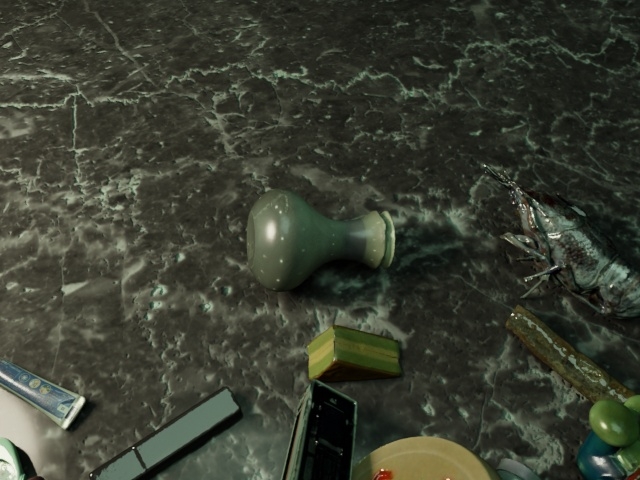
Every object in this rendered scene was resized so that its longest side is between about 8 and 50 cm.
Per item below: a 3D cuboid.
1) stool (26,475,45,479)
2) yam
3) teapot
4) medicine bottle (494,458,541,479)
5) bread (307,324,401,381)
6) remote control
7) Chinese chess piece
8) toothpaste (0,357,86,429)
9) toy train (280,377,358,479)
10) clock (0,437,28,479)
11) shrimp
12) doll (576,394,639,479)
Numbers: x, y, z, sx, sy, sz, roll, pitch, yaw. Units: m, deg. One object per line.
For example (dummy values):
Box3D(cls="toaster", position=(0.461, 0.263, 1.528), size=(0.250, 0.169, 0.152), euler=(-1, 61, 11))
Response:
Box3D(cls="stool", position=(-0.416, 0.434, 0.740), size=(0.272, 0.272, 0.179), euler=(-34, 89, -21))
Box3D(cls="yam", position=(0.422, 0.209, 1.024), size=(0.061, 0.061, 0.274), euler=(-37, 62, -23))
Box3D(cls="teapot", position=(0.000, 0.000, 1.102), size=(0.250, 0.184, 0.184), euler=(1, 55, -14))
Box3D(cls="medicine bottle", position=(0.230, 0.412, 0.866), size=(0.090, 0.090, 0.217), euler=(32, 61, 19))
Box3D(cls="bread", position=(0.058, 0.201, 1.053), size=(0.139, 0.084, 0.074), euler=(16, 50, -28))
Box3D(cls="remote control", position=(-0.236, 0.314, 0.965), size=(0.245, 0.025, 0.063), euler=(-31, 66, -20))
Box3D(cls="Chinese chess piece", position=(0.127, 0.384, 0.805), size=(0.273, 0.102, 0.273), euler=(-23, 29, 14))
Box3D(cls="toothpaste", position=(-0.472, 0.237, 1.007), size=(0.197, 0.035, 0.057), euler=(25, 68, 12))
Box3D(cls="toy train", position=(-0.018, 0.342, 0.792), size=(0.086, 0.088, 0.407), euler=(30, 24, -6))
Box3D(cls="clock", position=(-0.480, 0.368, 0.914), size=(0.101, 0.041, 0.135), euler=(-30, 63, -20))
Box3D(cls="shrimp", position=(0.410, 0.014, 1.110), size=(0.172, 0.137, 0.372), euler=(-41, 66, -20))
Box3D(cls="doll", position=(0.474, 0.380, 0.839), size=(0.198, 0.186, 0.322), euler=(3, 40, -22))
